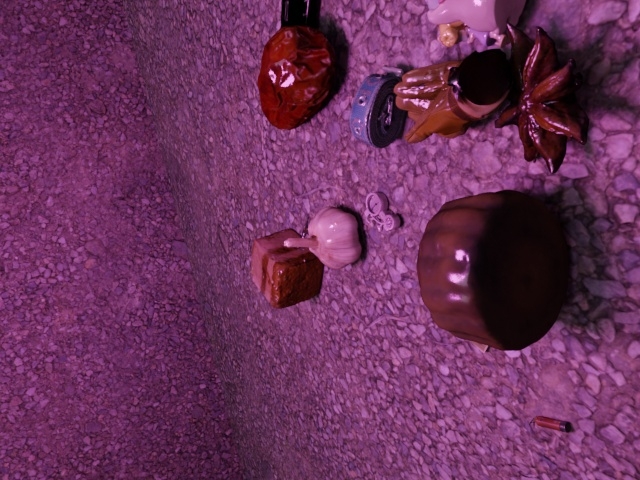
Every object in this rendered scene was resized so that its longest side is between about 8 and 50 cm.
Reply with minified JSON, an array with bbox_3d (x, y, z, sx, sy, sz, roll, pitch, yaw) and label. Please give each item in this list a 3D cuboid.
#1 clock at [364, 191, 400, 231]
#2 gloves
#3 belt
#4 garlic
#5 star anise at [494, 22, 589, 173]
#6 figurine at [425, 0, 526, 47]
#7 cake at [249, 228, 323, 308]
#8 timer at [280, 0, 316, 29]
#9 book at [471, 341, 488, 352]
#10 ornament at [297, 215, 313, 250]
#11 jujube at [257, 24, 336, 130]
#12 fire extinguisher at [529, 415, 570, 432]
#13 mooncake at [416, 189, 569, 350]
[{"bbox_3d":[0.167,-0.071,1.204,0.129,0.041,0.087,56,140,33],"label":"clock"},{"bbox_3d":[0.253,-0.279,0.872,0.331,0.141,0.154,-139,39,-79],"label":"gloves"},{"bbox_3d":[0.141,-0.305,1.044,0.082,0.147,0.163,33,152,41],"label":"belt"},{"bbox_3d":[0.000,0.000,1.320,0.199,0.226,0.199,26,122,54],"label":"garlic"},{"bbox_3d":[0.382,-0.242,0.740,0.272,0.102,0.272,161,90,-88],"label":"star anise"},{"bbox_3d":[0.253,-0.455,0.823,0.235,0.127,0.155,36,164,42],"label":"figurine"},{"bbox_3d":[-0.144,0.081,1.603,0.293,0.198,0.196,42,139,40],"label":"cake"},{"bbox_3d":[-0.060,-0.652,1.268,0.144,0.055,0.187,47,144,37],"label":"timer"},{"bbox_3d":[0.364,0.207,1.059,0.111,0.014,0.077,43,137,38],"label":"book"},{"bbox_3d":[-0.043,-0.020,1.499,0.073,0.028,0.125,27,92,48],"label":"ornament"},{"bbox_3d":[-0.083,-0.451,1.268,0.216,0.216,0.342,67,161,8],"label":"jujube"},{"bbox_3d":[0.490,0.395,0.946,0.022,0.028,0.083,45,152,-18],"label":"fire extinguisher"},{"bbox_3d":[0.311,0.052,0.818,0.161,0.290,0.290,2,106,58],"label":"mooncake"}]
